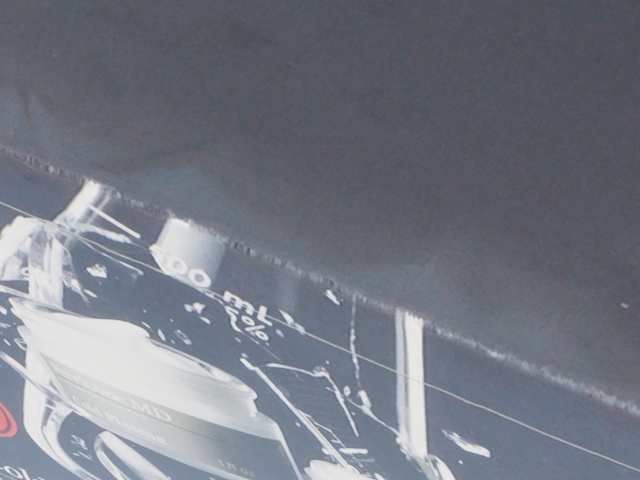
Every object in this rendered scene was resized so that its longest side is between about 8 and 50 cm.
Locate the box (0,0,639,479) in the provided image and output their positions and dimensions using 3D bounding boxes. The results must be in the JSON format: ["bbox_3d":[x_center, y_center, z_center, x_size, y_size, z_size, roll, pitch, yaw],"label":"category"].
[{"bbox_3d":[0.000,0.000,0.675,0.343,0.179,0.312,21,153,17],"label":"box"}]
